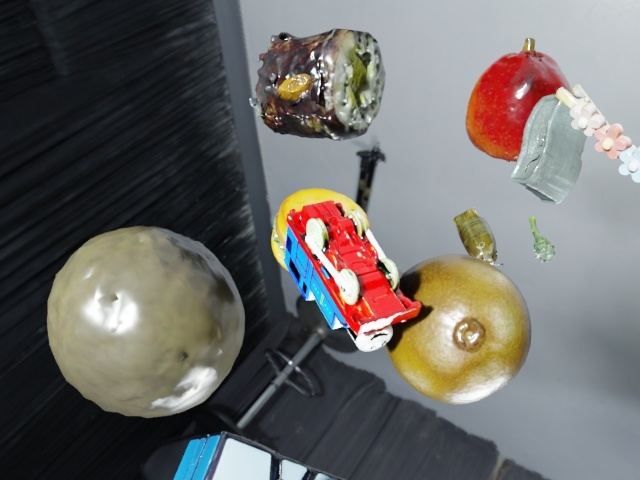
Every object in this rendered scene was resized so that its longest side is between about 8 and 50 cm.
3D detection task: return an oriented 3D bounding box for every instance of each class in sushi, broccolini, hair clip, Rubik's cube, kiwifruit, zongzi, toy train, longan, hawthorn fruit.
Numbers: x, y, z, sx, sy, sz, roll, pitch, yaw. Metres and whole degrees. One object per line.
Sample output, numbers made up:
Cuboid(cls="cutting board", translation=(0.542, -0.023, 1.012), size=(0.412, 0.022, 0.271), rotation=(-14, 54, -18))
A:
Cuboid(cls="sushi", translation=(-0.053, -0.336, 1.296), size=(0.100, 0.050, 0.047), rotation=(-9, 160, 16))
Cuboid(cls="broccolini", translation=(0.582, -0.010, 1.547), size=(0.051, 0.239, 0.054), rotation=(26, 117, 1))
Cuboid(cls="hair clip", translation=(0.437, -0.160, 0.887), size=(0.213, 0.056, 0.062), rotation=(58, 161, 22))
Cuboid(cls="Rubik's cube", translation=(-0.127, 0.518, 1.013), size=(0.294, 0.288, 0.283), rotation=(24, 152, -11))
Cuboid(cls="kiwifruit", translation=(0.177, 0.113, 0.769), size=(0.196, 0.196, 0.234), rotation=(40, 176, 5))
Cuboid(cls="zongzi", translation=(0.437, 0.032, 1.555), size=(0.084, 0.187, 0.184), rotation=(-26, 133, 17))
Cuboid(cls="toy train", translation=(0.030, 0.043, 0.719), size=(0.204, 0.083, 0.131), rotation=(58, 150, 38))
Cuboid(cls="longan", translation=(-0.360, 0.173, 1.241), size=(0.404, 0.404, 0.436), rotation=(39, 175, 7))
Cuboid(cls="sushi", translation=(-0.001, -0.421, 1.606), size=(0.294, 0.299, 0.281), rotation=(12, 176, 34))
Cuboid(cls="hawthorn fruit", translation=(0.513, -0.351, 1.480), size=(0.265, 0.265, 0.307), rotation=(20, 114, 30))

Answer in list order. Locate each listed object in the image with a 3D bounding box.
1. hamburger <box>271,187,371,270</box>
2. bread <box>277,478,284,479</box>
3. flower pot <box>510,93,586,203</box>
Cuboid(cls="hamburger", translation=(-0.001, 0.000, 1.402), size=(0.246, 0.246, 0.169), rotation=(35, 134, 13))
Cuboid(cls="bread", translation=(-0.035, 0.458, 0.773), size=(0.229, 0.139, 0.143), rotation=(43, 131, 12))
Cuboid(cls="flower pot", translation=(0.517, -0.206, 1.306), size=(0.108, 0.229, 0.103), rotation=(25, 172, -19))
